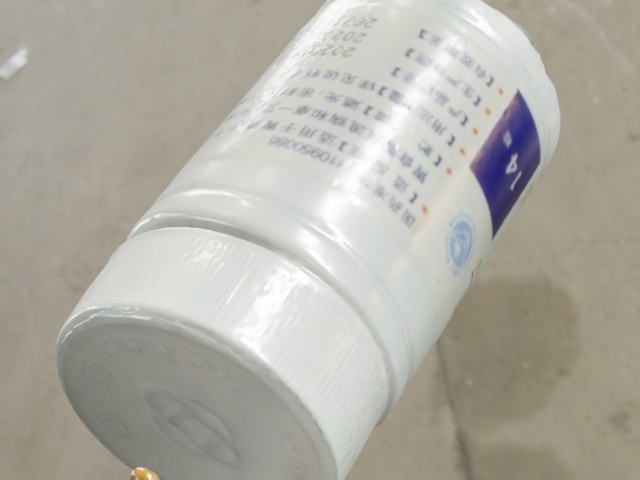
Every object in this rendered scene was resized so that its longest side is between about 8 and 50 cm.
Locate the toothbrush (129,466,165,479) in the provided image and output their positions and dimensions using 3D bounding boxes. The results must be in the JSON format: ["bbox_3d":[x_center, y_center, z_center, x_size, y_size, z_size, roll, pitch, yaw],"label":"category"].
[{"bbox_3d":[-0.088,0.184,0.964,0.023,0.321,0.031,19,68,8],"label":"toothbrush"}]

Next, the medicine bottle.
[{"bbox_3d":[0.000,0.000,1.046,0.190,0.190,0.332,1,41,39],"label":"medicine bottle"}]
